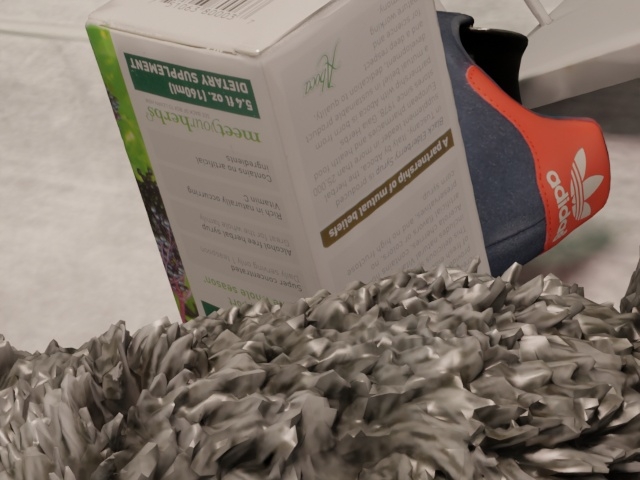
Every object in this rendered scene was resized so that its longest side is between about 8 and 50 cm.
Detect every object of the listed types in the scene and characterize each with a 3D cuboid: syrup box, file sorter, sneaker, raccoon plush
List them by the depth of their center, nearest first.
[{"bbox_3d":[-0.016,0.042,0.585,0.299,0.216,0.446,37,62,19],"label":"raccoon plush"},{"bbox_3d":[0.000,0.000,0.701,0.093,0.237,0.096,18,44,40],"label":"syrup box"},{"bbox_3d":[0.020,-0.080,0.914,0.148,0.131,0.350,-22,40,-19],"label":"sneaker"},{"bbox_3d":[0.180,-0.223,0.932,0.277,0.173,0.193,-44,17,-32],"label":"file sorter"}]
